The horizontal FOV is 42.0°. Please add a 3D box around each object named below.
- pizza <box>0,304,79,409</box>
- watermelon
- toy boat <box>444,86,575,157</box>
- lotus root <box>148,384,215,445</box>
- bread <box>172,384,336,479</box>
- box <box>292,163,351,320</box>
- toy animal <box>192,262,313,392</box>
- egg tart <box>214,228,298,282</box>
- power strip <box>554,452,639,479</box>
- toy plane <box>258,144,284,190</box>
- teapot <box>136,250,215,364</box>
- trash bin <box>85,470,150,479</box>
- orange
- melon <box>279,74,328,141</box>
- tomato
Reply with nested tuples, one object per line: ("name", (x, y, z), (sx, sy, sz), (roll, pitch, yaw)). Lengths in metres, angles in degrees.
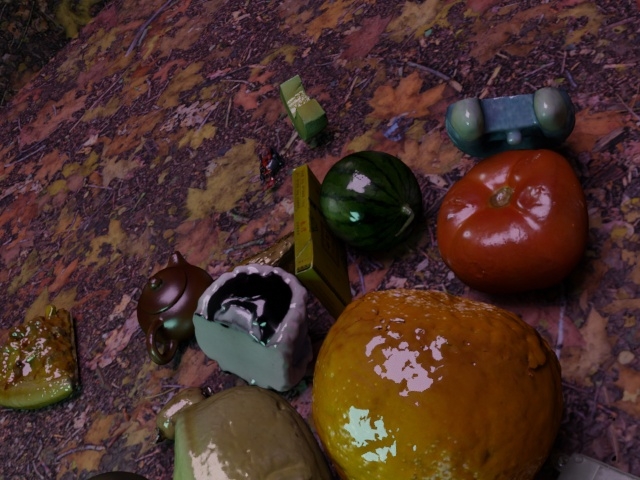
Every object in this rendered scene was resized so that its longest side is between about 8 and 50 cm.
("pizza", (-0.654, 0.294, 1.833), (0.258, 0.087, 0.268), (-36, 43, 7))
("watermelon", (0.101, -0.072, 1.536), (0.215, 0.188, 0.188), (10, 59, 49))
("toy boat", (0.326, -0.181, 1.428), (0.215, 0.330, 0.123), (-7, 91, 11))
("lotus root", (-0.260, 0.320, 1.533), (0.152, 0.063, 0.072), (-44, 50, -13))
("bread", (-0.085, 0.363, 1.169), (0.237, 0.320, 0.320), (-16, 37, -17))
("box", (0.000, -0.001, 1.571), (0.041, 0.153, 0.279), (-22, 43, 17))
("toy animal", (-0.102, 0.154, 1.476), (0.208, 0.204, 0.156), (20, 46, 30))
("egg tart", (-0.111, 0.066, 1.619), (0.252, 0.098, 0.232), (-37, 9, -14))
("power strip", (0.413, 0.345, 1.031), (0.272, 0.052, 0.078), (16, 63, 43))
("toy plane", (-0.116, -0.169, 1.902), (0.060, 0.037, 0.145), (-29, 40, 16))
("teapot", (-0.309, 0.133, 1.687), (0.178, 0.135, 0.252), (-17, 44, 28))
("trash bin", (-0.289, 0.502, 1.277), (0.214, 0.214, 0.334), (-43, 48, -5))
("orange", (0.153, 0.222, 1.131), (0.341, 0.341, 0.293), (14, 98, 43))
("melon", (-0.041, -0.301, 1.914), (0.064, 0.118, 0.209), (-25, 52, -5))
("tomato", (0.313, -0.026, 1.347), (0.260, 0.180, 0.259), (-21, 41, 19))
